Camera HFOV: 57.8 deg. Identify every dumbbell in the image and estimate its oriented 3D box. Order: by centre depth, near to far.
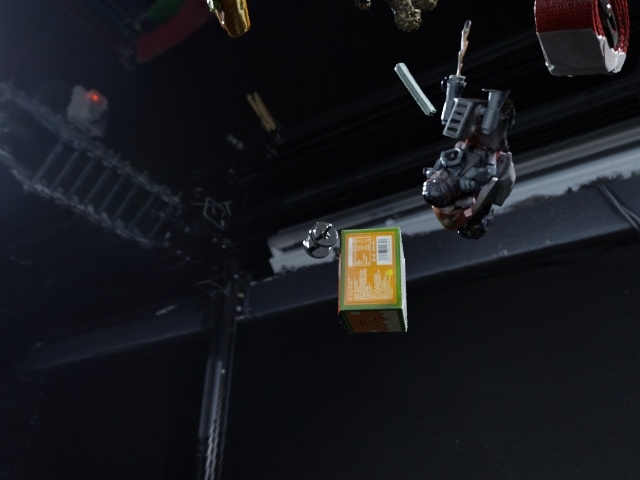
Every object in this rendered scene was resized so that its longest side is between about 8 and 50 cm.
[{"bbox_3d":[0.000,0.000,1.384,0.147,0.069,0.070,123,-28,-55],"label":"dumbbell"}]

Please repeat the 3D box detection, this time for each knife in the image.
[{"bbox_3d":[0.234,-0.372,1.428,0.023,0.044,0.162,-39,-110,29],"label":"knife"}]

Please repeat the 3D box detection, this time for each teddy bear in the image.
[{"bbox_3d":[0.118,-0.535,1.200,0.251,0.182,0.129,21,-106,-3],"label":"teddy bear"}]

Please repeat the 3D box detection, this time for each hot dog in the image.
[{"bbox_3d":[-0.265,-0.671,1.554,0.100,0.337,0.135,-28,-100,-7],"label":"hot dog"}]

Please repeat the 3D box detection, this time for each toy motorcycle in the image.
[{"bbox_3d":[0.276,-0.184,1.060,0.134,0.207,0.401,31,-60,45],"label":"toy motorcycle"}]

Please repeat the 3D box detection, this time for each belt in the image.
[{"bbox_3d":[0.434,-0.366,0.980,0.124,0.201,0.128,14,-115,46],"label":"belt"}]

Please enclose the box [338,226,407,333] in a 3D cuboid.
[{"bbox_3d":[0.120,0.096,1.333,0.148,0.177,0.195,-3,-115,10],"label":"box"}]
